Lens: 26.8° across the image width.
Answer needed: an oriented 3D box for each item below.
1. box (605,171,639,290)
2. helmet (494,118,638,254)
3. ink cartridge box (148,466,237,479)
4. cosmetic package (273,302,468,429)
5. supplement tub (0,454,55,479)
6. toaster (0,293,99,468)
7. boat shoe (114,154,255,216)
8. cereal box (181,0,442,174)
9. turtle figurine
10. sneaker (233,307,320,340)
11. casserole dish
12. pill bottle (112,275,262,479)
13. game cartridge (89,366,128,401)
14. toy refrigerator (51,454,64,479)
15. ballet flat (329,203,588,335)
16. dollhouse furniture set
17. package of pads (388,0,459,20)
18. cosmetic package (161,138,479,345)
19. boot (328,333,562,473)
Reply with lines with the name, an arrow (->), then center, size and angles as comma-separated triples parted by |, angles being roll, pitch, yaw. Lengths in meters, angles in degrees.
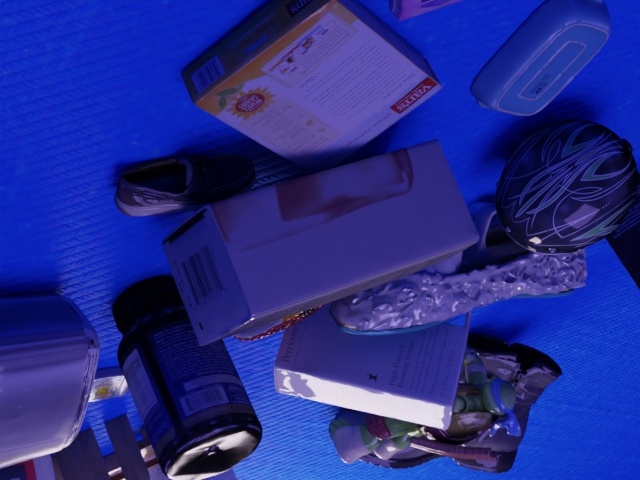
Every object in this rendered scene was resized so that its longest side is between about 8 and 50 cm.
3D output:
box -> 0.465, 0.009, 1.889 | 0.093, 0.158, 0.156 | -35, 150, 12
helmet -> 0.299, -0.065, 1.634 | 0.169, 0.169, 0.161 | -44, 163, 27
ink cartridge box -> -0.165, 0.399, 1.948 | 0.115, 0.198, 0.067 | -16, 149, -20
cosmetic package -> 0.064, 0.153, 1.718 | 0.231, 0.117, 0.085 | 11, 149, 8
supplement tub -> -0.462, 0.299, 1.554 | 0.272, 0.191, 0.191 | -3, 143, -37
toaster -> -0.336, 0.146, 1.469 | 0.146, 0.129, 0.227 | -7, 126, -39
boat shoe -> -0.137, -0.062, 1.389 | 0.152, 0.056, 0.049 | -16, 154, -19
cereal box -> -0.003, -0.160, 1.351 | 0.173, 0.047, 0.240 | -35, 151, 17
turtle figurine -> 0.138, 0.199, 1.912 | 0.266, 0.275, 0.198 | -33, -169, 31
sneaker -> -0.041, 0.054, 1.635 | 0.088, 0.093, 0.225 | -20, 170, -46
casserole dish -> 0.251, -0.201, 1.506 | 0.114, 0.037, 0.188 | 5, 138, -43
pill bottle -> -0.160, 0.154, 1.544 | 0.123, 0.219, 0.123 | -20, 150, -12
game cartridge -> -0.276, 0.182, 1.702 | 0.083, 0.017, 0.056 | -6, 141, -33
toy refrigerator -> -0.372, 0.365, 1.826 | 0.094, 0.102, 0.269 | -28, 151, 1
ballet flat -> 0.182, 0.018, 1.738 | 0.409, 0.147, 0.147 | -9, 146, -34
dollhouse furniture set -> -0.264, 0.331, 1.836 | 0.144, 0.123, 0.151 | -22, 150, -10
package of pads -> 0.108, -0.250, 1.315 | 0.083, 0.032, 0.050 | -20, 151, -13
cosmetic package -> 0.000, 0.000, 1.452 | 0.296, 0.129, 0.153 | -17, 172, -32
boot -> 0.191, 0.238, 2.092 | 0.338, 0.118, 0.223 | 5, 120, -24
